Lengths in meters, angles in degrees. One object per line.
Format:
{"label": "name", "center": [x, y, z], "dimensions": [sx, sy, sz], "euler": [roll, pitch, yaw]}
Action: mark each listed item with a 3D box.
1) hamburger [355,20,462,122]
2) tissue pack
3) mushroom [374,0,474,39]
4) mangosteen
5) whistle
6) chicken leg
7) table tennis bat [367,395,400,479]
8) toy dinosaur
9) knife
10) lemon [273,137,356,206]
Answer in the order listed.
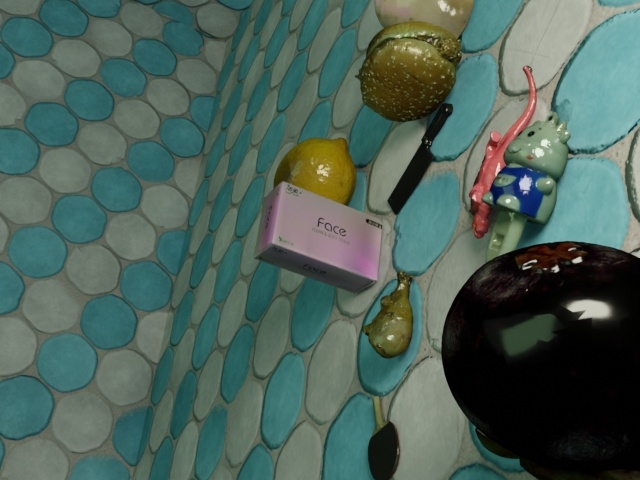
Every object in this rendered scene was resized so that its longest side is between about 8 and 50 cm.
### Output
{"label": "hamburger", "center": [0.177, -0.331, 1.431], "dimensions": [0.215, 0.189, 0.122], "euler": [-43, 32, 52]}
{"label": "tissue pack", "center": [0.000, 0.000, 1.489], "dimensions": [0.092, 0.246, 0.149], "euler": [-34, 43, 53]}
{"label": "mushroom", "center": [0.208, -0.490, 1.539], "dimensions": [0.236, 0.162, 0.173], "euler": [-67, 21, 10]}
{"label": "mangosteen", "center": [0.270, 0.151, 0.783], "dimensions": [0.275, 0.274, 0.302], "euler": [-150, 45, -68]}
{"label": "whistle", "center": [0.296, -0.075, 1.071], "dimensions": [0.110, 0.092, 0.245], "euler": [27, 94, 63]}
{"label": "chicken leg", "center": [0.128, 0.131, 1.312], "dimensions": [0.093, 0.070, 0.178], "euler": [5, 58, 23]}
{"label": "table tennis bat", "center": [0.105, 0.340, 1.262], "dimensions": [0.087, 0.013, 0.157], "euler": [-52, 28, 38]}
{"label": "toy dinosaur", "center": [0.291, -0.134, 1.207], "dimensions": [0.139, 0.070, 0.286], "euler": [108, 179, -80]}
{"label": "knife", "center": [0.204, -0.161, 1.465], "dimensions": [0.245, 0.019, 0.072], "euler": [-62, 28, 25]}
{"label": "lemon", "center": [-0.013, -0.131, 1.717], "dimensions": [0.257, 0.188, 0.188], "euler": [-61, 24, 15]}
